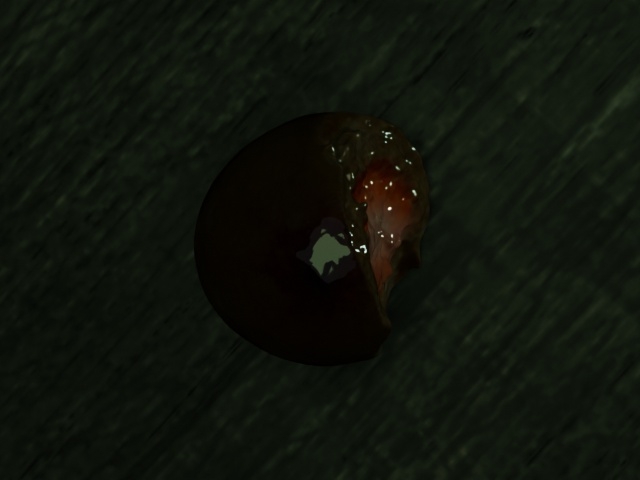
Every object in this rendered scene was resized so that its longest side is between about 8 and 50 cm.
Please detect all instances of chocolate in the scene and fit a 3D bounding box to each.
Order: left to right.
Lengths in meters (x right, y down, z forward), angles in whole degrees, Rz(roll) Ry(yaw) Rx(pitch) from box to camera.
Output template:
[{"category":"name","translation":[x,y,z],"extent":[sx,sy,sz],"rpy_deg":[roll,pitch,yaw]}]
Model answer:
[{"category":"chocolate","translation":[0.000,0.000,0.878],"extent":[0.127,0.133,0.124],"rpy_deg":[-36,83,4]}]
